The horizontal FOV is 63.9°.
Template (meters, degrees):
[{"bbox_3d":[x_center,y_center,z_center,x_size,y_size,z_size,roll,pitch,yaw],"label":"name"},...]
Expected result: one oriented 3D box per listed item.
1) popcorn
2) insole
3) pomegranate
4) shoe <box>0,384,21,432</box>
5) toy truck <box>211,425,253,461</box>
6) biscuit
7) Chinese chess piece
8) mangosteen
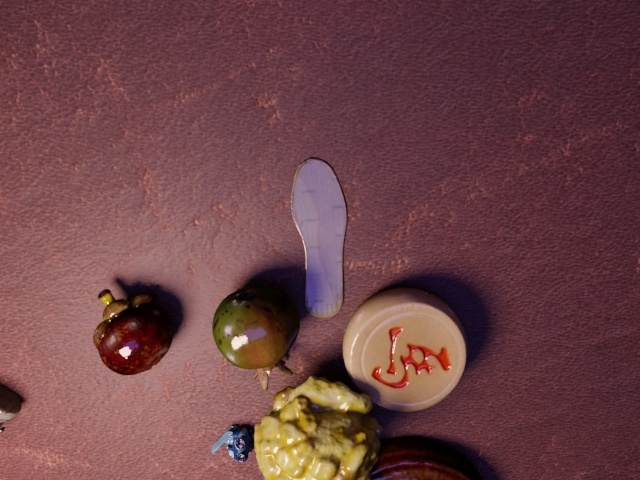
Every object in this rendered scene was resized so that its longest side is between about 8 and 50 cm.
[{"bbox_3d":[0.007,0.419,1.061,0.292,0.237,0.293,-15,133,-17],"label":"popcorn"},{"bbox_3d":[0.000,0.000,1.099,0.118,0.009,0.349,-3,101,-1],"label":"insole"},{"bbox_3d":[-0.124,0.203,1.063,0.181,0.181,0.224,-15,117,2],"label":"pomegranate"},{"bbox_3d":[-0.778,0.360,1.108,0.227,0.099,0.126,27,97,-10],"label":"shoe"},{"bbox_3d":[-0.202,0.462,1.169,0.090,0.056,0.073,0,97,12],"label":"toy truck"},{"bbox_3d":[0.206,0.660,1.197,0.407,0.091,0.408,0,101,-2],"label":"biscuit"},{"bbox_3d":[0.181,0.232,1.103,0.273,0.102,0.274,0,101,-2],"label":"Chinese chess piece"},{"bbox_3d":[-0.399,0.192,1.074,0.181,0.156,0.146,33,128,21],"label":"mangosteen"}]
